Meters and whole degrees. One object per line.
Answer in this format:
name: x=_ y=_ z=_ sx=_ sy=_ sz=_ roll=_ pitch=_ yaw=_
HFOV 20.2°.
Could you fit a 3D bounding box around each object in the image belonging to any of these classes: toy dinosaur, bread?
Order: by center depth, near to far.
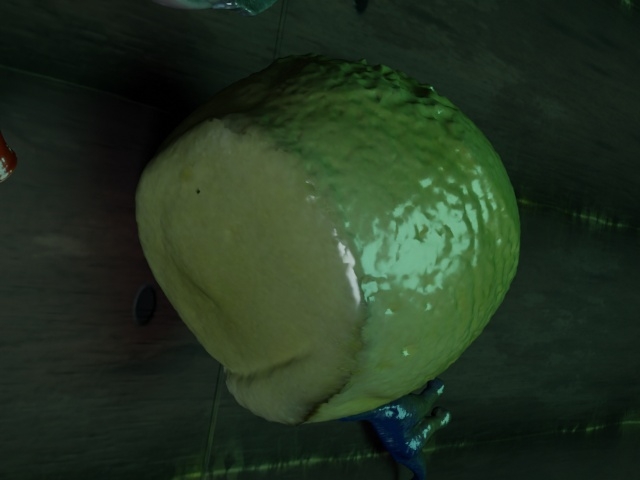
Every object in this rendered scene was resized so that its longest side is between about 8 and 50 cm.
bread: x=0.007 y=-0.005 z=1.500 sx=0.237 sy=0.321 sz=0.320 roll=-37 pitch=133 yaw=-42
toy dinosaur: x=0.072 y=0.232 z=2.067 sx=0.188 sy=0.075 sz=0.247 roll=-38 pitch=139 yaw=-42

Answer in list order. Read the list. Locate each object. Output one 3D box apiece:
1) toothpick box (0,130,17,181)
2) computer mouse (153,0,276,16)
toothpick box: x=-0.246 y=-0.082 z=1.257 sx=0.047 sy=0.047 sz=0.083 roll=-57 pitch=146 yaw=-39
computer mouse: x=-0.093 y=-0.296 z=1.431 sx=0.389 sy=0.115 sz=0.199 roll=-60 pitch=140 yaw=-57
